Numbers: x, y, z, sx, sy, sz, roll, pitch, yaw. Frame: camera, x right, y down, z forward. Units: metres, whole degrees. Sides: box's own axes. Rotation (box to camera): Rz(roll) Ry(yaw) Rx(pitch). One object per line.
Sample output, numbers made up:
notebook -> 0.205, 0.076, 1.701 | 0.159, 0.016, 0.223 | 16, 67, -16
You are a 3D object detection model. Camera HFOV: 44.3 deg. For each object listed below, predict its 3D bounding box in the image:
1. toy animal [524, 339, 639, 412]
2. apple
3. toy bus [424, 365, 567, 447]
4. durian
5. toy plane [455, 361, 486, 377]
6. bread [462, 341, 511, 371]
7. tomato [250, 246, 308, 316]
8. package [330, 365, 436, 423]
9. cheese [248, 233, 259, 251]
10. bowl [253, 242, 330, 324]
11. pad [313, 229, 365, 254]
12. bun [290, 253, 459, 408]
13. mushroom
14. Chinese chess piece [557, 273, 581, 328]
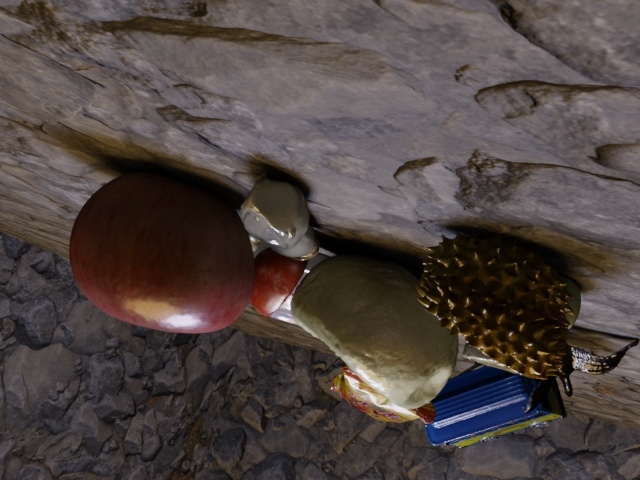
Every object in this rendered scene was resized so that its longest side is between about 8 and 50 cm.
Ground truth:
toy animal -> 0.522, 0.256, 1.664 | 0.273, 0.160, 0.197 | -22, 155, 2
apple -> -0.284, 0.015, 1.458 | 0.345, 0.269, 0.345 | 12, -172, -2
toy bus -> 0.392, 0.376, 1.805 | 0.288, 0.138, 0.175 | -27, 149, 30
durian -> 0.277, 0.088, 1.190 | 0.261, 0.186, 0.153 | 17, -161, 2
toy plane -> 0.435, 0.259, 1.854 | 0.251, 0.101, 0.255 | -17, 154, -11
bread -> 0.372, 0.188, 1.571 | 0.148, 0.141, 0.134 | 15, 166, 15
tomato -> -0.093, 0.055, 1.591 | 0.082, 0.166, 0.174 | 29, 128, -15
package -> 0.135, 0.343, 1.797 | 0.224, 0.108, 0.288 | 24, 161, -1
cheese -> -0.155, -0.004, 1.645 | 0.127, 0.049, 0.235 | 24, 161, -39
bowl -> -0.055, 0.113, 1.813 | 0.287, 0.143, 0.287 | 15, 168, 3
pad -> 0.000, 0.000, 1.565 | 0.157, 0.003, 0.112 | 24, 166, -30
bun -> 0.122, 0.161, 1.564 | 0.352, 0.227, 0.349 | 37, 178, 3
mushroom -> -0.064, -0.029, 1.328 | 0.110, 0.097, 0.351 | 18, 172, 8
Chinese chess piece -> 0.348, 0.099, 1.349 | 0.189, 0.083, 0.188 | 14, 166, 4
